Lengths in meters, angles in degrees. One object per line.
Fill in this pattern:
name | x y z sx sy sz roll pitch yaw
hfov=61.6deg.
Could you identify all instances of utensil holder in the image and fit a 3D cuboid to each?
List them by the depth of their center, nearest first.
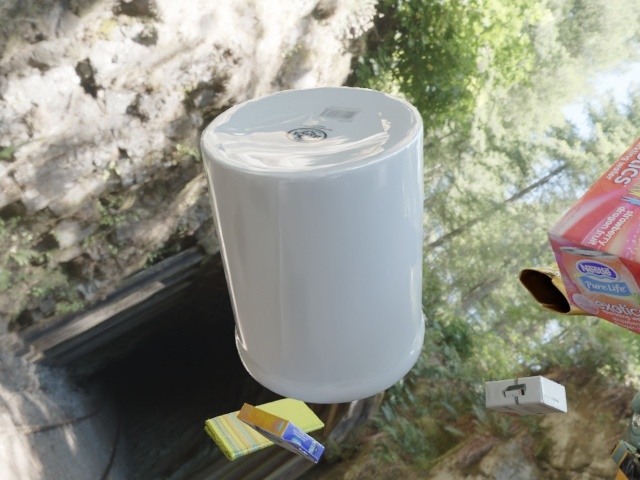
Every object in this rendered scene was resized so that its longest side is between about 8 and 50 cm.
utensil holder | 0.000 0.000 0.830 0.327 0.327 0.386 35 -38 43

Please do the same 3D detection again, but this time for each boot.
boot | 0.534 0.125 0.995 0.295 0.211 0.104 37 -57 51

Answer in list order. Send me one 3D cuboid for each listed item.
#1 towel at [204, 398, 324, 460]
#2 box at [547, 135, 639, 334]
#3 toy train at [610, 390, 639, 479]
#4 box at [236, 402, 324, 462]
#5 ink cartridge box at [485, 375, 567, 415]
towel | -0.110 0.378 1.092 0.102 0.237 0.021 37 -63 40
box | 0.443 -0.036 0.649 0.154 0.300 0.142 30 -22 54
toy train | 0.291 0.221 0.390 0.142 0.190 0.334 32 4 15
box | -0.055 0.281 0.783 0.136 0.028 0.081 -4 -43 49
ink cartridge box | 0.440 0.336 1.153 0.099 0.056 0.135 27 -33 -31
